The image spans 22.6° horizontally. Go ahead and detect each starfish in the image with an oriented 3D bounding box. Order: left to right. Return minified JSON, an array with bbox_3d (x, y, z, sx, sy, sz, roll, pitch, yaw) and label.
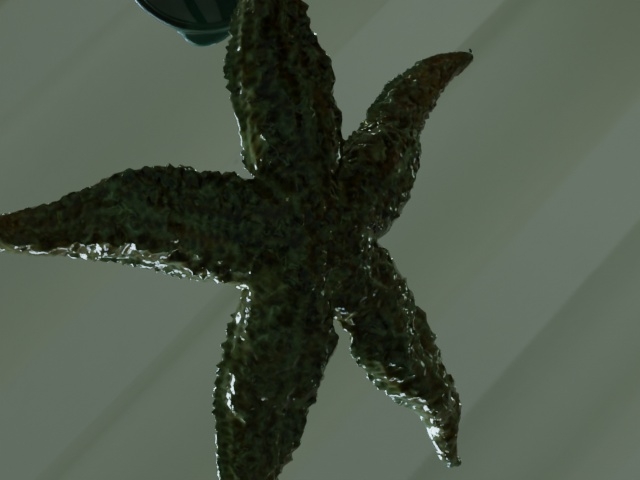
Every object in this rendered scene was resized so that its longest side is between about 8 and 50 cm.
[{"bbox_3d":[0.003,0.001,0.938,0.358,0.078,0.347,43,-113,-24],"label":"starfish"}]

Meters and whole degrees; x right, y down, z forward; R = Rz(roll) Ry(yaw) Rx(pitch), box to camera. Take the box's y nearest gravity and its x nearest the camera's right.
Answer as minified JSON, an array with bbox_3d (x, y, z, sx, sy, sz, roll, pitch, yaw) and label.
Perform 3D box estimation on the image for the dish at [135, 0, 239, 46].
[{"bbox_3d":[-0.092,-0.281,1.327,0.246,0.078,0.224,-22,-56,-30],"label":"dish"}]
